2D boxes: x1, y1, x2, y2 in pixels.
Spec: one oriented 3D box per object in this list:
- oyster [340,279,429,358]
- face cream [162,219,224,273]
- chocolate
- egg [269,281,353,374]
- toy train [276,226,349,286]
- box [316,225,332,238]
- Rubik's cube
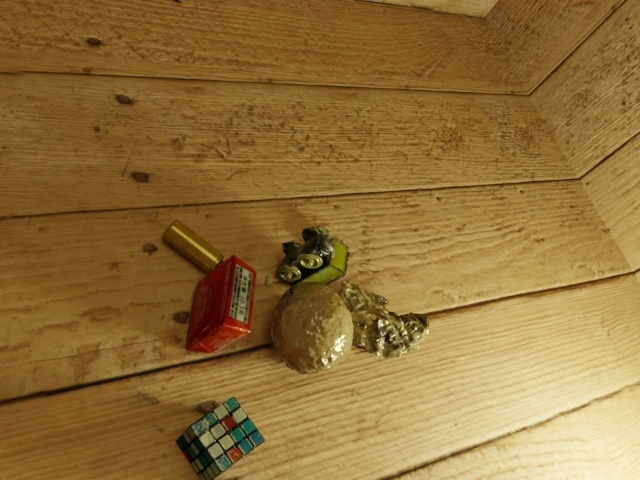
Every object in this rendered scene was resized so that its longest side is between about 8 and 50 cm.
[{"bbox_3d":[0.197,0.263,2.196,0.351,0.115,0.238,41,49,0],"label":"oyster"},{"bbox_3d":[-0.373,0.046,2.045,0.273,0.078,0.078,38,49,-2],"label":"face cream"},{"bbox_3d":[-0.291,0.198,1.895,0.108,0.235,0.237,25,50,-27],"label":"chocolate"},{"bbox_3d":[-0.025,0.268,1.981,0.279,0.279,0.310,21,40,-16],"label":"egg"},{"bbox_3d":[-0.028,0.066,2.116,0.178,0.261,0.134,30,50,-27],"label":"toy train"},{"bbox_3d":[0.000,0.000,2.305,0.062,0.045,0.098,25,50,-14],"label":"box"},{"bbox_3d":[-0.272,0.540,1.726,0.154,0.155,0.151,-29,77,-40],"label":"Rubik's cube"}]
